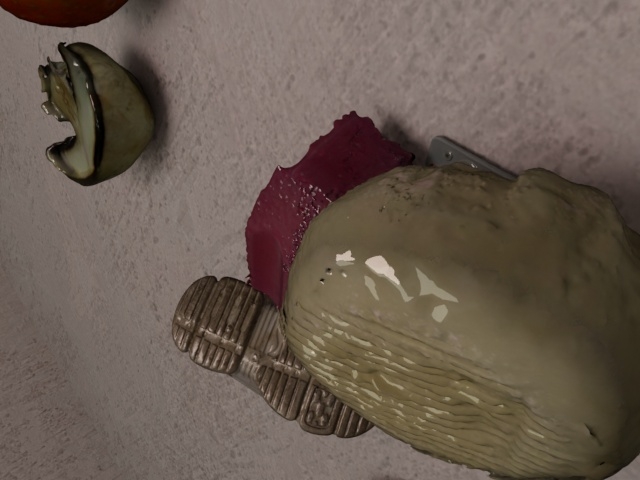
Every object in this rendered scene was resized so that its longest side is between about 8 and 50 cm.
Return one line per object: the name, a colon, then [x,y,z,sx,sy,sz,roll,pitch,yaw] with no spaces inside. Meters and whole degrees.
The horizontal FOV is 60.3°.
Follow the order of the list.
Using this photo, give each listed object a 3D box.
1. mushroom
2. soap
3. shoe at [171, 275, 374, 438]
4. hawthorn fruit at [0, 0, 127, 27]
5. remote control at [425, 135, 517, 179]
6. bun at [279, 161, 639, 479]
mushroom: [-0.384,-0.225,0.998,0.189,0.164,0.267,35,130,23]
soap: [0.000,0.000,0.699,0.112,0.182,0.289,44,153,19]
shoe: [-0.049,0.175,0.885,0.350,0.172,0.198,28,169,10]
hawthorn fruit: [-0.381,-0.442,0.791,0.299,0.275,0.276,-31,88,49]
remote control: [0.190,-0.055,0.590,0.184,0.027,0.050,39,139,31]
bun: [0.139,0.068,0.520,0.359,0.211,0.360,21,150,13]
